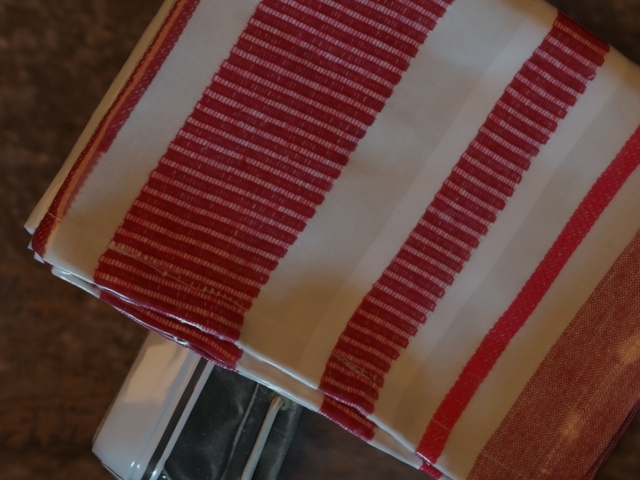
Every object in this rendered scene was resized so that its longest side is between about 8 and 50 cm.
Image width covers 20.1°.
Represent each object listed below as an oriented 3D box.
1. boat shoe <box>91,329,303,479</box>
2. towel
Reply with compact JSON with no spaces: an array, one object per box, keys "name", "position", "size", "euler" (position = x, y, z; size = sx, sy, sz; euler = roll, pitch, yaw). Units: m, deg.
[{"name":"boat shoe","position":[0.000,0.000,0.968],"size":[0.119,0.121,0.335],"euler":[28,104,-1]},{"name":"towel","position":[0.052,-0.015,0.891],"size":[0.329,0.037,0.237],"euler":[30,98,-20]}]
